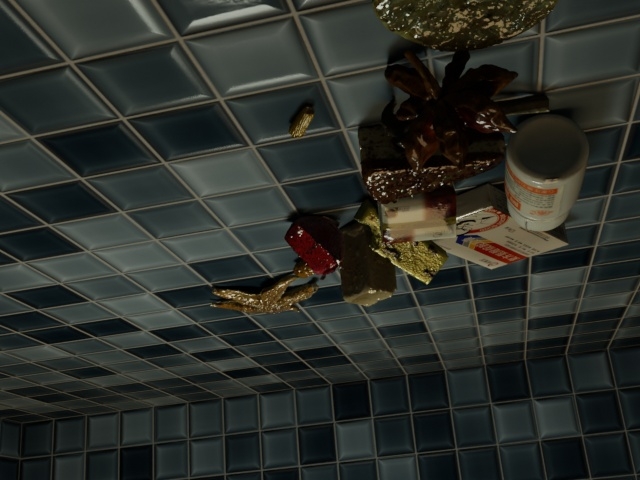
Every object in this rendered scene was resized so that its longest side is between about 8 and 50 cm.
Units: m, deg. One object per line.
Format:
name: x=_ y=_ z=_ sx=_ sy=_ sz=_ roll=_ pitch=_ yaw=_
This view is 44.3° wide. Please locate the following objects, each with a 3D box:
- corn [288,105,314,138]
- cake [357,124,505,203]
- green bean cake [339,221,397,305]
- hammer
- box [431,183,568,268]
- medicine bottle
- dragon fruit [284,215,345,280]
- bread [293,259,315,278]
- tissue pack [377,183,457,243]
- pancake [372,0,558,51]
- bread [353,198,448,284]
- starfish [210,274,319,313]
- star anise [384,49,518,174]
corn: x=-0.032 y=-0.195 z=1.309 sx=0.027 sy=0.028 sz=0.083 roll=-18 pitch=166 yaw=-28
cake: x=0.177 y=-0.157 z=1.340 sx=0.246 sy=0.112 sz=0.135 roll=-18 pitch=153 yaw=29
green bean cake: x=0.102 y=0.048 z=1.746 sx=0.085 sy=0.179 sz=0.109 roll=11 pitch=153 yaw=-33
hammer: x=0.240 y=-0.204 z=1.272 sx=0.297 sy=0.125 sz=0.027 roll=-9 pitch=134 yaw=-13
box: x=0.386 y=-0.023 z=1.790 sx=0.214 sy=0.069 sz=0.353 roll=-22 pitch=151 yaw=37
medicine bottle: x=0.413 y=-0.117 z=1.451 sx=0.144 sy=0.144 sz=0.252 roll=-9 pitch=157 yaw=11
dragon fruit: x=0.000 y=0.000 z=1.724 sx=0.147 sy=0.096 sz=0.102 roll=47 pitch=136 yaw=-8
bread: x=-0.009 y=0.054 z=1.918 sx=0.052 sy=0.044 sz=0.157 roll=15 pitch=151 yaw=-35
tissue pack: x=0.190 y=-0.062 z=1.560 sx=0.148 sy=0.099 sz=0.106 roll=-6 pitch=125 yaw=1
pancake: x=0.189 y=-0.326 z=1.017 sx=0.253 sy=0.037 sz=0.253 roll=-4 pitch=158 yaw=-1
bread: x=0.165 y=0.004 z=1.679 sx=0.226 sy=0.049 sz=0.088 roll=31 pitch=107 yaw=-20
starfish: x=-0.155 y=0.162 z=2.143 sx=0.302 sy=0.060 sz=0.299 roll=-3 pitch=161 yaw=-3
star anise: x=0.181 y=-0.192 z=1.129 sx=0.212 sy=0.196 sz=0.111 roll=8 pitch=180 yaw=19
